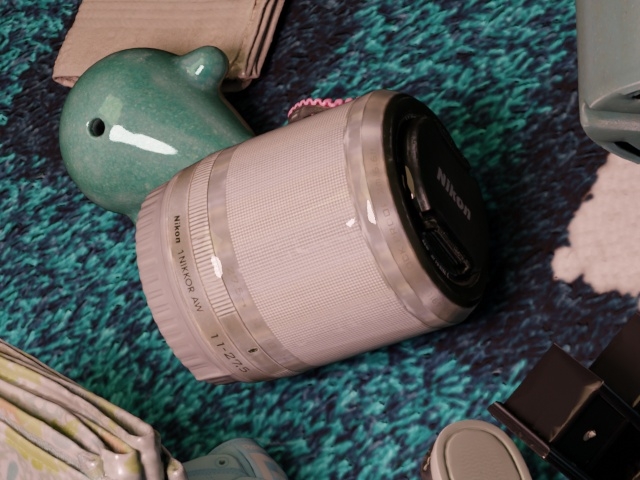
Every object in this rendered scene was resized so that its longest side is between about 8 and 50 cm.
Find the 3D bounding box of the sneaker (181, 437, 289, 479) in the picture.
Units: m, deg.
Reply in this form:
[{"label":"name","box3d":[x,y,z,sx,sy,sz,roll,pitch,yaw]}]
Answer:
[{"label":"sneaker","box3d":[-0.064,0.249,1.682,0.366,0.135,0.150,8,74,35]}]

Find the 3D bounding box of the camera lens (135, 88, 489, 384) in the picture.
[{"label":"camera lens","box3d":[0.000,0.000,1.718,0.274,0.219,0.219,-19,56,24]}]

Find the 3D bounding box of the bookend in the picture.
[{"label":"bookend","box3d":[0.239,0.124,1.537,0.157,0.156,0.072,-50,49,-1]}]

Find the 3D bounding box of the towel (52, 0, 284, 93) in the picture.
[{"label":"towel","box3d":[-0.157,-0.248,2.069,0.282,0.049,0.187,6,68,36]}]

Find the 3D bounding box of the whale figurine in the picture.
[{"label":"whale figurine","box3d":[-0.147,-0.093,1.907,0.272,0.141,0.216,23,99,29]}]

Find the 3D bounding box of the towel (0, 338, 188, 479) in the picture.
[{"label":"towel","box3d":[-0.231,0.286,1.677,0.320,0.090,0.374,23,124,42]}]

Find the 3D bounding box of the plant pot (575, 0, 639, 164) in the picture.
[{"label":"plant pot","box3d":[0.350,-0.246,1.574,0.341,0.341,0.334,-6,71,31]}]

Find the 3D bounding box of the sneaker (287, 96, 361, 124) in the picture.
[{"label":"sneaker","box3d":[0.016,-0.111,1.887,0.119,0.047,0.057,-2,76,34]}]

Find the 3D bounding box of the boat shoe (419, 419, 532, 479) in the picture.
[{"label":"boat shoe","box3d":[0.148,0.297,1.550,0.114,0.091,0.302,2,55,-15]}]
